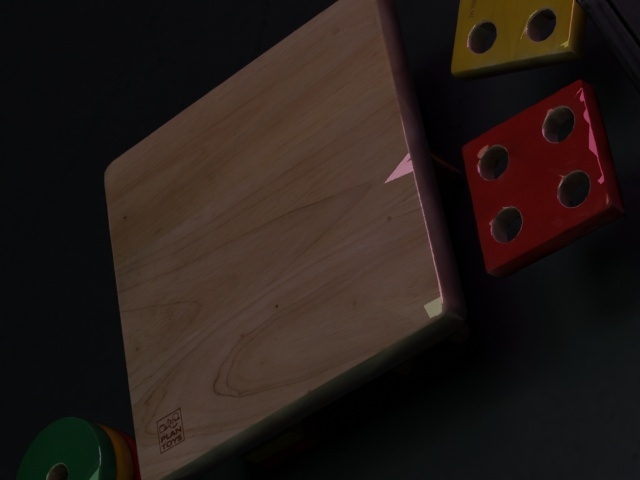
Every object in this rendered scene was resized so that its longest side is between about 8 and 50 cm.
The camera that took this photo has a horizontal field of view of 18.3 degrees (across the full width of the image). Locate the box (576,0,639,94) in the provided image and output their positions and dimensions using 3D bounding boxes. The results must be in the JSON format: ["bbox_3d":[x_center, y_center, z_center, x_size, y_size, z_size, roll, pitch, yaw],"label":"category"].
[{"bbox_3d":[0.241,-0.040,0.405,0.295,0.073,0.293,-37,50,12],"label":"box"}]

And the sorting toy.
[{"bbox_3d":[0.000,0.000,0.669,0.274,0.046,0.132,-33,52,30],"label":"sorting toy"}]
